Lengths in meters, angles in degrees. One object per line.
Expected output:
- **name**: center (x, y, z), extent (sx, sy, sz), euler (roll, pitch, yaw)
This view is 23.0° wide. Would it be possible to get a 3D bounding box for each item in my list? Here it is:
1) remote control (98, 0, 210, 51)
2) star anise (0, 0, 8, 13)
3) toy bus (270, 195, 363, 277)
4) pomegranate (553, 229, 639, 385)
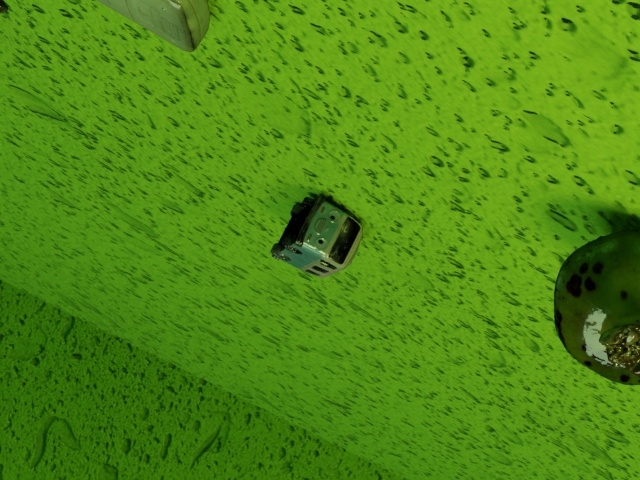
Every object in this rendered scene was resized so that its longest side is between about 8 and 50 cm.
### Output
- **remote control**: center (-0.193, -0.231, 1.271), extent (0.233, 0.038, 0.098), euler (29, 164, 10)
- **star anise**: center (-0.355, -0.259, 1.250), extent (0.283, 0.129, 0.212), euler (25, 154, 13)
- **toy bus**: center (0.000, 0.000, 1.602), extent (0.075, 0.060, 0.123), euler (28, 168, -8)
- **pomegranate**: center (0.234, 0.059, 1.187), extent (0.122, 0.122, 0.161), euler (31, -155, 1)
